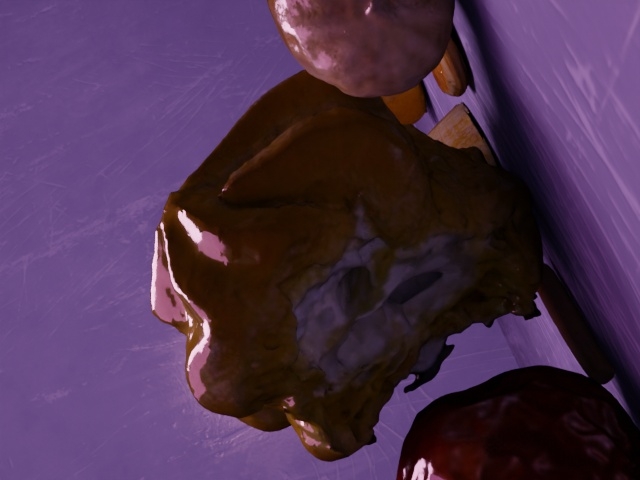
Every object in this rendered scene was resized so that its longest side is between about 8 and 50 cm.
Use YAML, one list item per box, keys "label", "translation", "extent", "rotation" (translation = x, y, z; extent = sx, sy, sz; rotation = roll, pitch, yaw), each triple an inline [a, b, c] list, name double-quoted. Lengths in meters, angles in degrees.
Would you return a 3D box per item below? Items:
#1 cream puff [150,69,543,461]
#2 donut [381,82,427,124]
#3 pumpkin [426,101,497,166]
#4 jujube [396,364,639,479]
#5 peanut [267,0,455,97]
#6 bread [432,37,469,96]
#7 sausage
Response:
- label: "cream puff"
  translation: [0.004, -0.006, 0.768]
  extent: [0.269, 0.323, 0.274]
  rotation: [54, 172, -23]
- label: "donut"
  translation: [0.070, -0.271, 1.371]
  extent: [0.253, 0.118, 0.253]
  rotation: [61, -174, -12]
- label: "pumpkin"
  translation: [0.148, -0.027, 0.959]
  extent: [0.217, 0.110, 0.217]
  rotation: [61, -167, -24]
- label: "jujube"
  translation: [0.167, 0.221, 0.703]
  extent: [0.213, 0.213, 0.232]
  rotation: [-2, -107, -84]
- label: "peanut"
  translation: [0.016, -0.207, 0.650]
  extent: [0.129, 0.129, 0.224]
  rotation: [53, -166, -64]
- label: "bread"
  translation: [0.100, -0.175, 0.796]
  extent: [0.110, 0.024, 0.110]
  rotation: [63, -174, -12]
- label: "sausage"
  translation: [0.210, 0.067, 0.773]
  extent: [0.024, 0.024, 0.132]
  rotation: [60, -173, -42]
